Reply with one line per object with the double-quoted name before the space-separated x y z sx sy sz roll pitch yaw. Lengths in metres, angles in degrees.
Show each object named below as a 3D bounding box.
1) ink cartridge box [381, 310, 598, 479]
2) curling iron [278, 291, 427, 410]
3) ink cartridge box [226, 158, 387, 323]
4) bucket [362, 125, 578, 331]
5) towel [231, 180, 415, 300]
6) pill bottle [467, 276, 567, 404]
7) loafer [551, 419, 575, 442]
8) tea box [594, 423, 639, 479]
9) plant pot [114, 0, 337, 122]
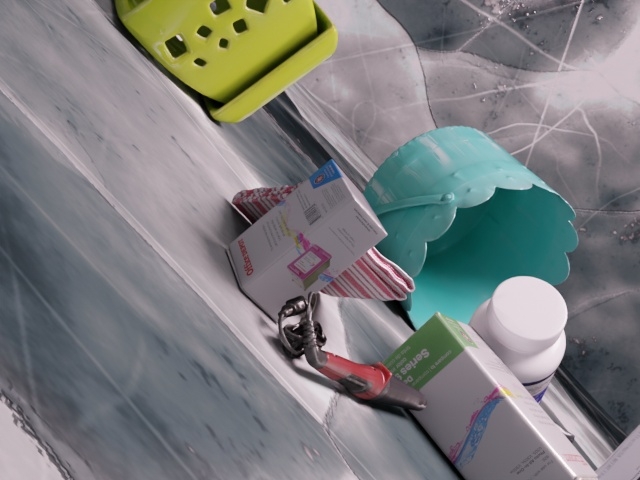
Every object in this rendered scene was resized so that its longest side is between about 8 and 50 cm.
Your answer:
"ink cartridge box" 0.171 0.185 1.286 0.212 0.093 0.154 49 8 20
"curling iron" 0.039 0.109 1.110 0.274 0.035 0.068 36 38 -55
"ink cartridge box" -0.014 0.000 1.087 0.052 0.122 0.088 48 7 -26
"bucket" 0.193 -0.009 1.751 0.281 0.281 0.183 40 10 -46
"towel" 0.000 0.000 1.233 0.144 0.029 0.197 48 -18 -17
"pill bottle" 0.215 0.126 1.444 0.112 0.112 0.186 52 -27 27
"loafer" 0.239 0.195 1.656 0.223 0.078 0.076 51 8 24
"tea box" 0.500 0.357 1.354 0.329 0.220 0.323 46 -5 -17
"plant pot" -0.114 -0.293 1.658 0.207 0.227 0.228 52 5 -24
